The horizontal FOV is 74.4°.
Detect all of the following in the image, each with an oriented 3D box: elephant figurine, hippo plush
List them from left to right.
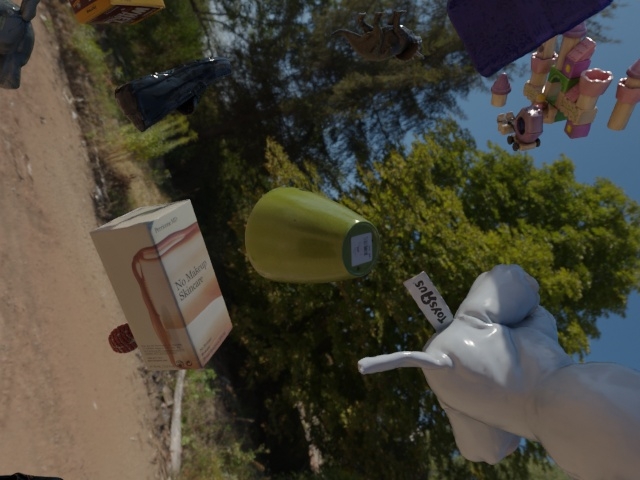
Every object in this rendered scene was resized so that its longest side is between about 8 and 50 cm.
[{"bbox_3d":[-0.632,-0.378,0.772,0.240,0.186,0.169,34,-57,42],"label":"elephant figurine"},{"bbox_3d":[0.251,0.141,0.448,0.237,0.234,0.294,9,-32,52],"label":"hippo plush"}]

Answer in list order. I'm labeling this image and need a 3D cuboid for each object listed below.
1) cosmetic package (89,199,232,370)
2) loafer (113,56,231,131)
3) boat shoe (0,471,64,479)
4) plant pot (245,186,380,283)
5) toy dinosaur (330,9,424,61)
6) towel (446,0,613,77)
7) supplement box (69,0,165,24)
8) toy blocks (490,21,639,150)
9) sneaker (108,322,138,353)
[{"bbox_3d":[-0.293,0.086,0.817,0.153,0.130,0.295,-59,138,-62],"label":"cosmetic package"},{"bbox_3d":[-0.229,-0.246,0.696,0.076,0.223,0.078,3,-56,38],"label":"loafer"},{"bbox_3d":[-0.465,0.384,0.647,0.049,0.133,0.041,39,-69,54],"label":"boat shoe"},{"bbox_3d":[0.000,0.000,1.096,0.294,0.275,0.274,10,-54,47],"label":"plant pot"},{"bbox_3d":[0.194,-0.632,1.328,0.121,0.314,0.160,-113,-165,-58],"label":"toy dinosaur"},{"bbox_3d":[0.462,-0.548,0.964,0.308,0.076,0.227,-22,-80,53],"label":"towel"},{"bbox_3d":[-0.536,-0.668,1.060,0.191,0.129,0.193,-47,124,-56],"label":"supplement box"},{"bbox_3d":[0.600,-0.426,1.047,0.259,0.310,0.288,79,-1,-47],"label":"toy blocks"},{"bbox_3d":[-0.540,0.274,1.298,0.087,0.226,0.093,63,-2,4],"label":"sneaker"}]
